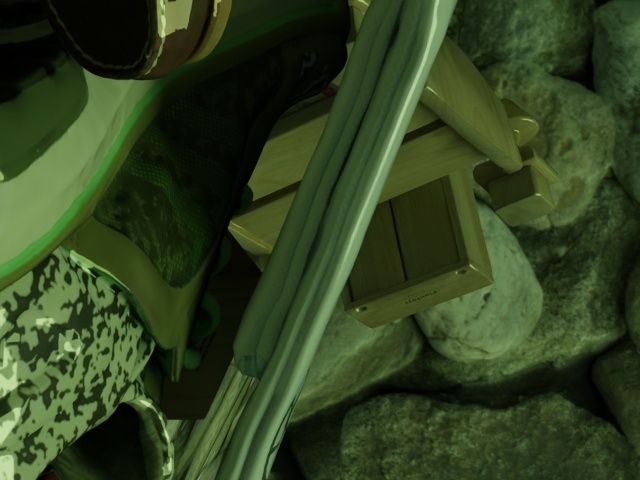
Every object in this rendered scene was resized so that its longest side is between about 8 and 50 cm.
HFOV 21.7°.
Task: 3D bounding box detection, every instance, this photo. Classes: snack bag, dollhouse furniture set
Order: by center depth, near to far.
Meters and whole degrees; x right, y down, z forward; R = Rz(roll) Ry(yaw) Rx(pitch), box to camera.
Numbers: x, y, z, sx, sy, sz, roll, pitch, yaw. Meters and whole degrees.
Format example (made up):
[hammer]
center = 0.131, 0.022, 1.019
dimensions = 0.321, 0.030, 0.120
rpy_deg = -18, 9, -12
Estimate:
[snack bag]
center = 0.000, 0.000, 0.751
dimensions = 0.323, 0.037, 0.343
rpy_deg = -67, 178, -69
[dollhouse furniture set]
center = -0.031, -0.077, 1.121
dimensions = 0.355, 0.303, 0.174
rpy_deg = 34, 39, -54

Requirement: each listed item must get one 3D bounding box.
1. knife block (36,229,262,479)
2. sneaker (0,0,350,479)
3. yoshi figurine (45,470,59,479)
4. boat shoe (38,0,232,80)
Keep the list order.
[knife block]
center = -0.163, 0.008, 0.776
dimensions = 0.276, 0.242, 0.088
rpy_deg = 51, -56, 45
[sneaker]
center = -0.093, 0.003, 0.634
dimensions = 0.410, 0.158, 0.182
rpy_deg = -40, 124, -61
[yoshi figurine]
center = -0.217, 0.343, 1.238
dimensions = 0.203, 0.203, 0.362
rpy_deg = -59, 176, 39
[boat shoe]
center = -0.082, -0.138, 0.456
dimensions = 0.073, 0.073, 0.207
rpy_deg = -38, 119, -50
